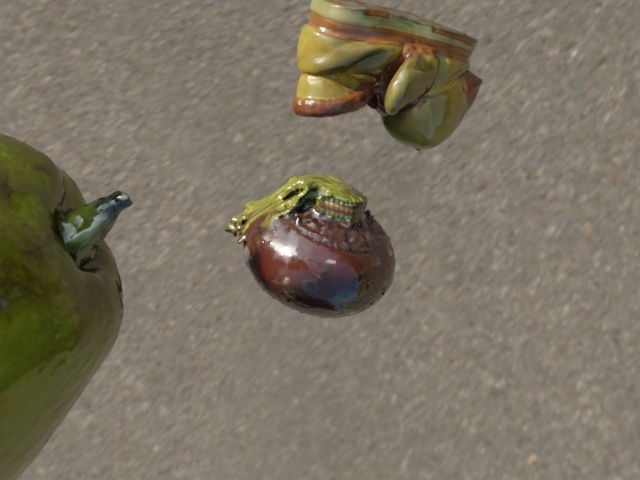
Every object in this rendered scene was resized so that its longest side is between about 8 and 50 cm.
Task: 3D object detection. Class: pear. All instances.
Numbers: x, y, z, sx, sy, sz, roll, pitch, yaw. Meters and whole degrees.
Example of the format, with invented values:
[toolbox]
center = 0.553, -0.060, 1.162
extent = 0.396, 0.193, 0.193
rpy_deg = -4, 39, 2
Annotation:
[pear]
center = -0.283, 0.057, 0.969
extent = 0.375, 0.287, 0.287
rpy_deg = -27, 97, 7

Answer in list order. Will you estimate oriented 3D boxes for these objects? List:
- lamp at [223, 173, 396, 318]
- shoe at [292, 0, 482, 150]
[lamp]
center = 0.003, 0.003, 1.513
extent = 0.156, 0.157, 0.135
rpy_deg = 41, 115, 40
[shoe]
center = 0.030, -0.088, 0.783
extent = 0.072, 0.109, 0.069
rpy_deg = 26, 100, 32
